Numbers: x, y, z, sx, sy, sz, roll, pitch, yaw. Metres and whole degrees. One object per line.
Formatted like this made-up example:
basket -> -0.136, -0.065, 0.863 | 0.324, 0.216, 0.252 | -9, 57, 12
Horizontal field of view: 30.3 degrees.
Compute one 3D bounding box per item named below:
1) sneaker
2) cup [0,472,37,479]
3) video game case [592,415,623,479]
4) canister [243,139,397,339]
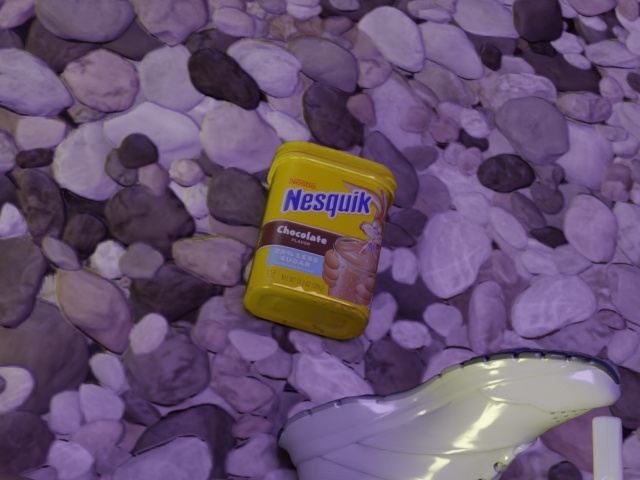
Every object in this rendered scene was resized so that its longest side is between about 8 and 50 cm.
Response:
sneaker -> 0.112, 0.168, 0.978 | 0.111, 0.297, 0.129 | 12, 59, -62
cup -> -0.230, 0.284, 0.768 | 0.331, 0.237, 0.331 | 9, 56, -13
video game case -> 0.231, 0.282, 0.936 | 0.026, 0.227, 0.206 | -1, 54, 13
canister -> 0.000, 0.000, 1.136 | 0.126, 0.073, 0.170 | 16, 55, -7
